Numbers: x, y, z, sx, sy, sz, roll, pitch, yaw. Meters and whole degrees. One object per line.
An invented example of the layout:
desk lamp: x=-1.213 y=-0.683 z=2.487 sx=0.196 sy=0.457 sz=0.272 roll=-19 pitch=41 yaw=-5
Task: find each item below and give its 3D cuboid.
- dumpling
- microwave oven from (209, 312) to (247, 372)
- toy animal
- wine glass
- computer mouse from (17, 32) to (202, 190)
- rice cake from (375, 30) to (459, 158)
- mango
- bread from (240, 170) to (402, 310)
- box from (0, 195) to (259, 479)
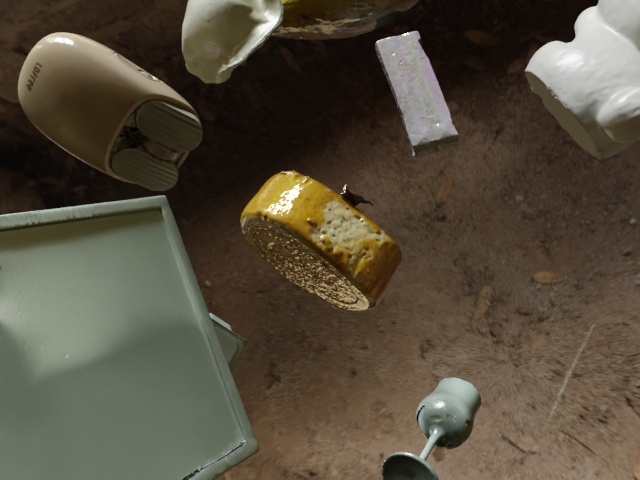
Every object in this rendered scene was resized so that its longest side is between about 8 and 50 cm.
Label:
dumpling: x=-0.113 y=-0.304 z=0.877 sx=0.134 sy=0.100 sz=0.169 roll=10 pitch=60 yaw=29
microwave oven: x=-0.263 y=0.219 z=1.242 sx=0.208 sy=0.122 sz=0.162 roll=-9 pitch=49 yaw=53
toy animal: x=0.297 y=-0.169 z=0.596 sx=0.193 sy=0.178 sz=0.127 roll=-35 pitch=114 yaw=23
wine glass: x=0.154 y=0.258 z=0.865 sx=0.079 sy=0.195 sz=0.079 roll=12 pitch=115 yaw=27
computer mouse: x=-0.273 y=-0.164 z=0.840 sx=0.237 sy=0.082 sz=0.145 roll=33 pitch=109 yaw=-12
rice cake: x=0.210 y=-0.324 z=1.422 sx=0.106 sy=0.050 sz=0.297 roll=-17 pitch=71 yaw=4
mango: x=0.041 y=-0.431 z=1.143 sx=0.316 sy=0.193 sz=0.146 roll=-20 pitch=83 yaw=13
bread: x=0.000 y=0.000 z=0.614 sx=0.149 sy=0.122 sz=0.073 roll=39 pitch=66 yaw=-8
box: x=-0.194 y=0.102 z=0.475 sx=0.117 sy=0.225 sz=0.224 roll=-25 pitch=84 yaw=36
